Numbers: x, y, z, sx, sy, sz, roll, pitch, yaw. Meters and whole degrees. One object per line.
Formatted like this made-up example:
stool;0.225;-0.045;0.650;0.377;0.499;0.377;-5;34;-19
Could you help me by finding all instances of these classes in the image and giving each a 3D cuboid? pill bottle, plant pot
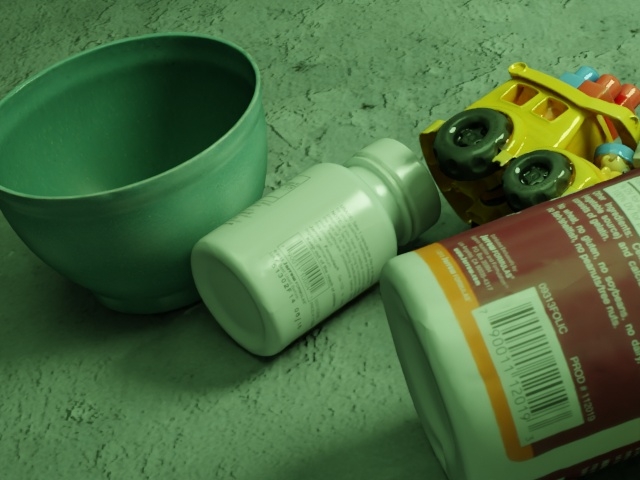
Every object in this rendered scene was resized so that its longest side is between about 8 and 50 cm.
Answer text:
pill bottle;0.266;0.055;1.536;0.392;0.224;0.224;-19;35;-6
plant pot;-0.179;-0.051;1.882;0.293;0.196;0.293;-11;34;7
pill bottle;0.000;0.000;1.799;0.229;0.131;0.131;-34;39;-25

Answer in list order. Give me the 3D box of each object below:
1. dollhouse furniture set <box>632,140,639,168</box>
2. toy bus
dollhouse furniture set;0.401;-0.058;1.725;0.183;0.129;0.129;2;38;25
toy bus;0.239;-0.078;1.769;0.211;0.149;0.220;-41;42;-14
